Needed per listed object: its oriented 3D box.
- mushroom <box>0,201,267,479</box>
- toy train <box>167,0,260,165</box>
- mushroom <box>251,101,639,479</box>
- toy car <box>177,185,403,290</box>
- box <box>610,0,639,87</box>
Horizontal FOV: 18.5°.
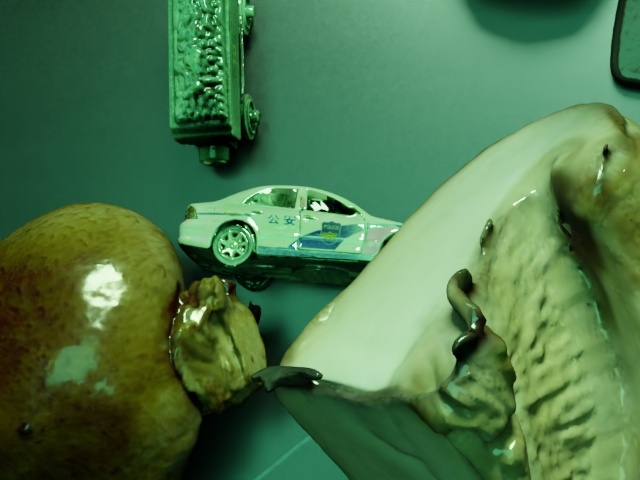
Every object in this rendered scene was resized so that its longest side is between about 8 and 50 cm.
[{"bbox_3d":[-0.184,0.103,1.545,0.283,0.195,0.263,-20,72,6],"label":"mushroom"},{"bbox_3d":[-0.092,-0.150,1.619,0.070,0.099,0.172,-4,81,10],"label":"toy train"},{"bbox_3d":[0.199,0.138,1.477,0.397,0.224,0.313,52,60,-20],"label":"mushroom"},{"bbox_3d":[0.000,0.000,1.582,0.224,0.090,0.076,4,75,11],"label":"toy car"},{"bbox_3d":[0.302,-0.179,1.592,0.125,0.027,0.126,10,84,14],"label":"box"}]
